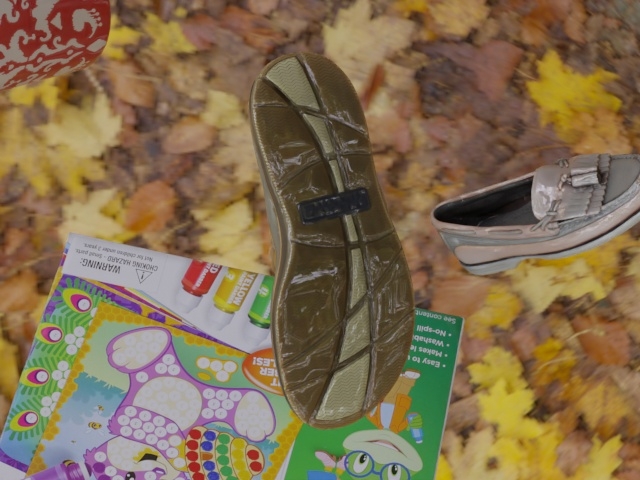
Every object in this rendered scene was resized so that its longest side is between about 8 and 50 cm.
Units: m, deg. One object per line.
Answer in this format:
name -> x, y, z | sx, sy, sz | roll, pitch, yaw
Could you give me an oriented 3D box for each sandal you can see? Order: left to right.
sandal -> 0.000, 0.000, 0.683 | 0.072, 0.049, 0.180 | -10, 87, -16

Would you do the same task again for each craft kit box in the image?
craft kit box -> -0.059, 0.135, 0.807 | 0.250, 0.061, 0.246 | 11, 65, 3

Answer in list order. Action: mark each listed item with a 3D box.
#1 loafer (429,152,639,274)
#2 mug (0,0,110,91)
loafer -> 0.104, -0.016, 0.670 | 0.039, 0.045, 0.125 | 39, 142, -25
mug -> -0.242, -0.165, 0.953 | 0.113, 0.169, 0.150 | -32, 82, 42
